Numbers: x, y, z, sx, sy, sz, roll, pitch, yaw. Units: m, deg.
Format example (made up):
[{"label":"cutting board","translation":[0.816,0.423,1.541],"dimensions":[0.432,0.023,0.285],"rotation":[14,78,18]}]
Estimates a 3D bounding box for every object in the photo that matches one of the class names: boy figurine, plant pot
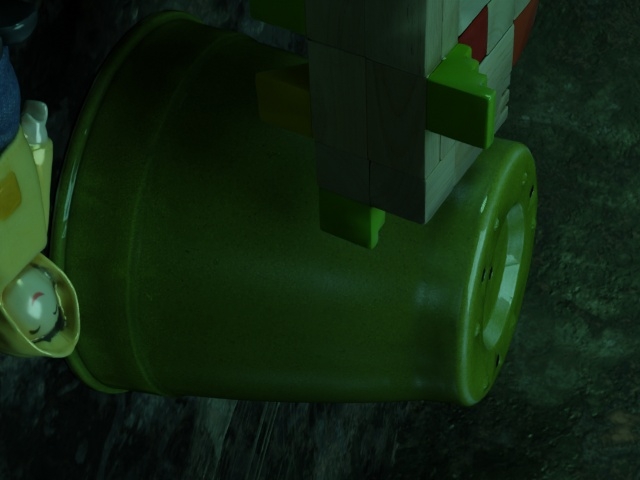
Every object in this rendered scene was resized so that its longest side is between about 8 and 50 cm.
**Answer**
[{"label":"boy figurine","translation":[-0.237,-0.022,1.083],"dimensions":[0.177,0.092,0.285],"rotation":[-58,150,-52]},{"label":"plant pot","translation":[0.000,0.000,1.381],"dimensions":[0.366,0.353,0.366],"rotation":[12,90,-71]}]

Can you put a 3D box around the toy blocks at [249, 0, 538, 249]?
[{"label":"toy blocks","translation":[0.096,-0.208,1.136],"dimensions":[0.261,0.191,0.381],"rotation":[-51,152,-36]}]
